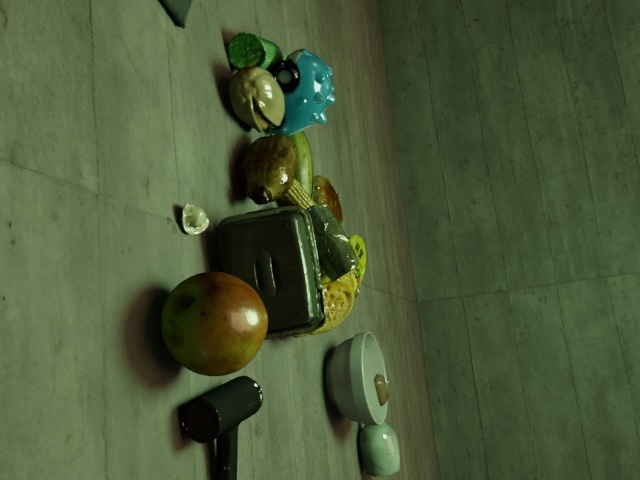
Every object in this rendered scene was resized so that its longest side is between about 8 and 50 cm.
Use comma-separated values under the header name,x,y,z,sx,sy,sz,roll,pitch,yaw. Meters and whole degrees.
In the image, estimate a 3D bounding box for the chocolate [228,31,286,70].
name,x,y,z,sx,sy,sz,roll,pitch,yaw
chocolate,-0.161,-0.514,1.792,0.291,0.110,0.110,-43,122,-72

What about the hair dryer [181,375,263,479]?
name,x,y,z,sx,sy,sz,roll,pitch,yaw
hair dryer,-0.185,0.410,1.263,0.197,0.089,0.251,1,86,-72

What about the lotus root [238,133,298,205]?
name,x,y,z,sx,sy,sz,roll,pitch,yaw
lotus root,-0.130,-0.177,1.621,0.128,0.145,0.260,57,25,-36

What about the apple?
name,x,y,z,sx,sy,sz,roll,pitch,yaw
apple,-0.199,0.150,1.181,0.196,0.196,0.196,-10,90,-72

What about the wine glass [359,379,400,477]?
name,x,y,z,sx,sy,sz,roll,pitch,yaw
wine glass,0.192,0.632,2.189,0.143,0.143,0.321,23,60,-69

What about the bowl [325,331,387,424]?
name,x,y,z,sx,sy,sz,roll,pitch,yaw
bowl,0.108,0.439,2.025,0.287,0.143,0.287,-10,90,-71

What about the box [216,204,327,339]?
name,x,y,z,sx,sy,sz,roll,pitch,yaw
box,-0.109,0.074,1.443,0.166,0.220,0.291,40,40,-86

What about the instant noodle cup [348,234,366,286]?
name,x,y,z,sx,sy,sz,roll,pitch,yaw
instant noodle cup,0.039,0.067,1.972,0.182,0.144,0.182,-21,114,-60

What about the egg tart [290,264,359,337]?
name,x,y,z,sx,sy,sz,roll,pitch,yaw
egg tart,-0.009,0.146,1.643,0.118,0.288,0.288,41,-18,48

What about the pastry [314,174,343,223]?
name,x,y,z,sx,sy,sz,roll,pitch,yaw
pastry,0.008,-0.110,2.060,0.182,0.093,0.193,28,46,-63

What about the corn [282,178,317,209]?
name,x,y,z,sx,sy,sz,roll,pitch,yaw
corn,-0.068,-0.124,1.835,0.207,0.068,0.068,48,31,-22

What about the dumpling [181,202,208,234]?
name,x,y,z,sx,sy,sz,roll,pitch,yaw
dumpling,-0.263,-0.042,1.322,0.077,0.043,0.059,75,28,-71

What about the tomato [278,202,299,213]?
name,x,y,z,sx,sy,sz,roll,pitch,yaw
tomato,-0.067,0.018,1.758,0.228,0.101,0.228,-25,90,-89

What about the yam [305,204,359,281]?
name,x,y,z,sx,sy,sz,roll,pitch,yaw
yam,0.021,0.009,1.547,0.183,0.107,0.107,61,14,15

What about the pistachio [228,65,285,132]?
name,x,y,z,sx,sy,sz,roll,pitch,yaw
pistachio,-0.161,-0.363,1.653,0.215,0.143,0.144,63,22,-69

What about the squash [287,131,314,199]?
name,x,y,z,sx,sy,sz,roll,pitch,yaw
squash,-0.067,-0.238,1.941,0.094,0.094,0.341,22,59,-69

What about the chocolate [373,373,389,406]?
name,x,y,z,sx,sy,sz,roll,pitch,yaw
chocolate,0.192,0.464,1.989,0.064,0.031,0.101,-47,126,-63

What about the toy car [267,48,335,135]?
name,x,y,z,sx,sy,sz,roll,pitch,yaw
toy car,-0.056,-0.407,1.819,0.255,0.190,0.188,-64,180,28

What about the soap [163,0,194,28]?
name,x,y,z,sx,sy,sz,roll,pitch,yaw
soap,-0.247,-0.617,1.319,0.302,0.257,0.159,52,32,-57
